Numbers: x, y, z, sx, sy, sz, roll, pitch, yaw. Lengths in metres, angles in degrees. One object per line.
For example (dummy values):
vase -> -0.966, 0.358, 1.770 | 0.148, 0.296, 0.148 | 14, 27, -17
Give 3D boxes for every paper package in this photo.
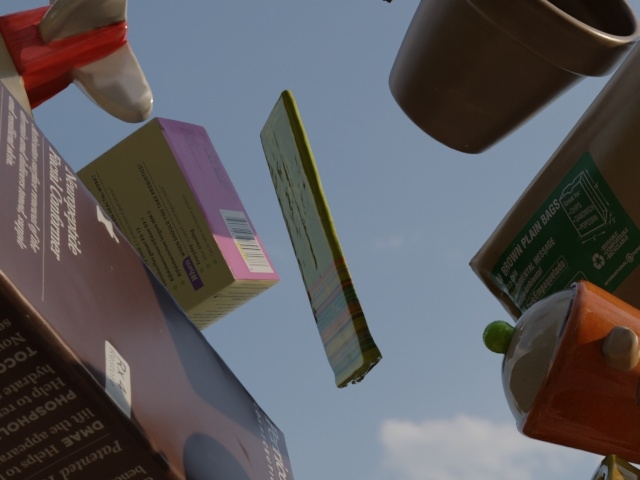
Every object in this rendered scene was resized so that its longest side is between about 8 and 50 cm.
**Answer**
paper package -> 0.328, -0.031, 1.153 | 0.309, 0.168, 0.325 | -4, -38, -35

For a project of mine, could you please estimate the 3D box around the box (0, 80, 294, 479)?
box -> -0.154, 0.082, 0.841 | 0.143, 0.191, 0.381 | -28, -55, 8

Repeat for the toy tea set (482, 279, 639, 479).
toy tea set -> 0.167, 0.020, 0.773 | 0.124, 0.200, 0.336 | 21, -61, 3

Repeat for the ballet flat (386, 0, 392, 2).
ballet flat -> 0.053, -0.392, 2.151 | 0.250, 0.084, 0.058 | 14, -65, -54

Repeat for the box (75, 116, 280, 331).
box -> -0.208, 0.014, 1.758 | 0.243, 0.213, 0.117 | -32, -15, 20

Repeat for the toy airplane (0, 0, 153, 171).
toy airplane -> -0.353, -0.159, 1.416 | 0.386, 0.384, 0.272 | 17, -13, 17

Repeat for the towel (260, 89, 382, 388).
towel -> 0.000, 0.000, 1.255 | 0.021, 0.237, 0.102 | -13, -14, -19

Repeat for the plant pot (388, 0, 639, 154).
plant pot -> 0.200, -0.231, 1.756 | 0.263, 0.263, 0.229 | 16, -54, -34
